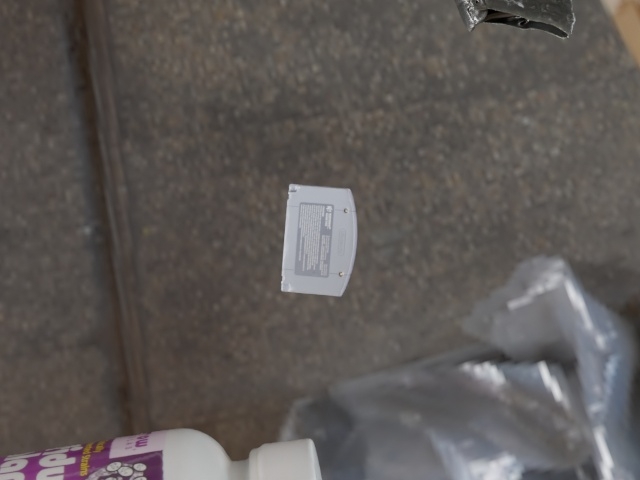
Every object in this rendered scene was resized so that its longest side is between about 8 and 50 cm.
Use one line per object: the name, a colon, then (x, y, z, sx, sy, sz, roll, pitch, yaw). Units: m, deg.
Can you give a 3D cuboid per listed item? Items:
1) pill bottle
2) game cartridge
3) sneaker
pill bottle: (-0.144, 0.220, 1.251, 0.302, 0.169, 0.169, -9, 143, 0)
game cartridge: (0.000, 0.000, 1.390, 0.056, 0.083, 0.017, 6, -178, 16)
sneaker: (0.118, -0.209, 1.448, 0.170, 0.089, 0.051, 4, 172, -2)
